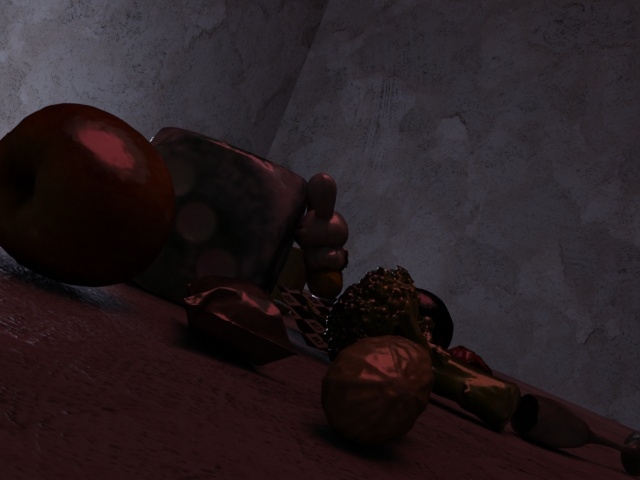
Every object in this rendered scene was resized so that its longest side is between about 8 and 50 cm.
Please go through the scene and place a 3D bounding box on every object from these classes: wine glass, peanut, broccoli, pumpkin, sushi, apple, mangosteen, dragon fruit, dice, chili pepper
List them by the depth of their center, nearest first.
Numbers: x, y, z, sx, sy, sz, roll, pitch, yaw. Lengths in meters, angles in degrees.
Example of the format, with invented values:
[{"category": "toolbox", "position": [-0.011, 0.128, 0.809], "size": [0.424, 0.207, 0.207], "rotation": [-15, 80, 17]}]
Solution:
[{"category": "peanut", "position": [0.081, 0.179, 1.018], "size": [0.120, 0.136, 0.298], "rotation": [60, 6, 11]}, {"category": "apple", "position": [-0.382, -0.068, 1.258], "size": [0.310, 0.277, 0.250], "rotation": [13, 11, 9]}, {"category": "broccoli", "position": [0.179, 0.217, 1.616], "size": [0.353, 0.274, 0.397], "rotation": [2, 30, -29]}, {"category": "dice", "position": [-0.233, -0.034, 1.713], "size": [0.348, 0.327, 0.330], "rotation": [21, -2, 4]}, {"category": "wine glass", "position": [0.504, 0.380, 1.728], "size": [0.310, 0.096, 0.264], "rotation": [21, 1, -20]}, {"category": "chili pepper", "position": [-0.003, 0.169, 1.875], "size": [0.083, 0.017, 0.030], "rotation": [34, 36, -21]}, {"category": "sushi", "position": [0.031, 0.225, 1.905], "size": [0.290, 0.050, 0.264], "rotation": [23, 18, -31]}, {"category": "dragon fruit", "position": [0.336, 0.316, 1.934], "size": [0.142, 0.130, 0.121], "rotation": [19, -35, -2]}, {"category": "mangosteen", "position": [0.244, 0.243, 2.177], "size": [0.216, 0.216, 0.216], "rotation": [22, -1, 0]}, {"category": "pumpkin", "position": [-0.184, 0.083, 2.301], "size": [0.333, 0.199, 0.332], "rotation": [15, -6, 1]}]

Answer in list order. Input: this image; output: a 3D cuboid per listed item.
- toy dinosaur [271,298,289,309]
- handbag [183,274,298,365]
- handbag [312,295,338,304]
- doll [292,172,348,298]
[{"category": "toy dinosaur", "position": [-0.173, 0.143, 2.067], "size": [0.242, 0.053, 0.167], "rotation": [13, -10, 11]}, {"category": "handbag", "position": [-0.128, 0.117, 1.247], "size": [0.183, 0.117, 0.270], "rotation": [30, -4, -9]}, {"category": "handbag", "position": [0.117, 0.253, 2.491], "size": [0.275, 0.088, 0.244], "rotation": [27, -2, -38]}, {"category": "doll", "position": [0.000, 0.000, 1.640], "size": [0.111, 0.237, 0.252], "rotation": [-1, -6, -3]}]
